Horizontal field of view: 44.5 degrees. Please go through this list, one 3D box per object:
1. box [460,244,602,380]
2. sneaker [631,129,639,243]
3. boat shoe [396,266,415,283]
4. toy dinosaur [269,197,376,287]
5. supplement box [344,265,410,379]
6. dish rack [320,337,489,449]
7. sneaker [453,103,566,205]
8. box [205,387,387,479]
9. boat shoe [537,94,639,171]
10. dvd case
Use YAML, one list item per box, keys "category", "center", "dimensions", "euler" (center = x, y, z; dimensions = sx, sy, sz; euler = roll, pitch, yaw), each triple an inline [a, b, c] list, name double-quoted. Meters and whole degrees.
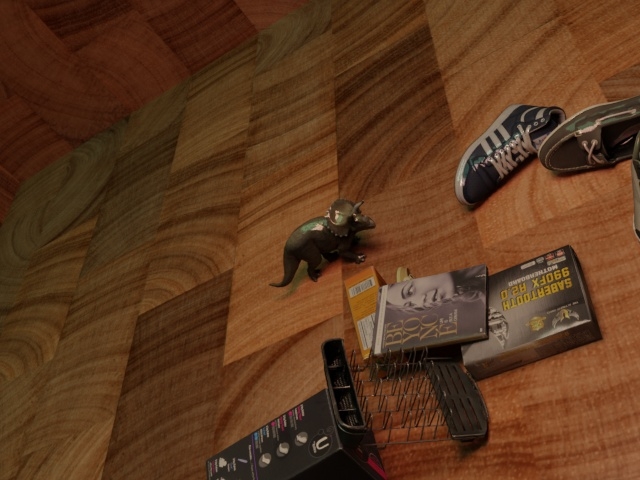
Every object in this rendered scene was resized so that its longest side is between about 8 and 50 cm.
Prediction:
- category: "box"
  center: [0.356, 0.126, 1.375]
  dimensions: [0.231, 0.056, 0.183]
  euler: [-24, 37, 24]
- category: "sneaker"
  center: [0.580, -0.091, 1.353]
  dimensions: [0.100, 0.108, 0.271]
  euler: [-16, 43, 30]
- category: "boat shoe"
  center: [0.185, 0.112, 1.565]
  dimensions: [0.048, 0.056, 0.153]
  euler: [-19, 40, 15]
- category: "toy dinosaur"
  center: [0.000, 0.000, 1.773]
  dimensions: [0.314, 0.160, 0.121]
  euler: [-23, 38, 23]
- category: "supplement box"
  center: [0.111, 0.160, 1.561]
  dimensions: [0.080, 0.078, 0.233]
  euler: [-27, 37, 14]
- category: "dish rack"
  center: [0.143, 0.254, 1.310]
  dimensions: [0.272, 0.074, 0.208]
  euler: [0, 35, -10]
- category: "sneaker"
  center: [0.404, -0.183, 1.635]
  dimensions: [0.153, 0.099, 0.282]
  euler: [12, 58, 52]
- category: "box"
  center: [-0.044, 0.409, 1.355]
  dimensions: [0.270, 0.165, 0.143]
  euler: [-34, 34, 12]
- category: "boat shoe"
  center: [0.579, -0.207, 1.480]
  dimensions: [0.335, 0.112, 0.095]
  euler: [-23, 33, 19]
- category: "dvd case"
  center: [0.201, 0.129, 1.440]
  dimensions: [0.221, 0.018, 0.164]
  euler: [-15, 41, 26]
